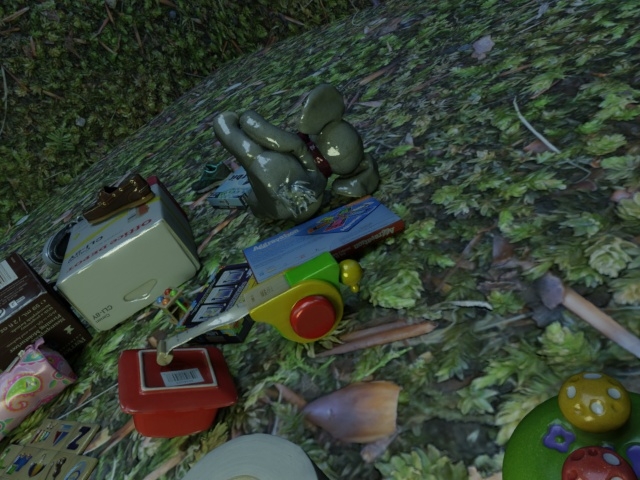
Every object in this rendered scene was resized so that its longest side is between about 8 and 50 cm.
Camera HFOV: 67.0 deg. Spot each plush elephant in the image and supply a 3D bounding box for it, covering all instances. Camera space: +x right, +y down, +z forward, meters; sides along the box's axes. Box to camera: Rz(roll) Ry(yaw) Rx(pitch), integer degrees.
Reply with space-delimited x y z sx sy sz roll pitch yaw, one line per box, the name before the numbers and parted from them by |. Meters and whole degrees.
plush elephant | -0.028 -0.176 1.016 0.255 0.272 0.330 -34 32 -17

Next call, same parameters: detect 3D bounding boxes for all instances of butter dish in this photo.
butter dish | -0.219 0.239 0.723 0.160 0.118 0.160 4 17 -24

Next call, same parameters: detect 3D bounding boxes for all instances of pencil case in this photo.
pencil case | -0.629 0.325 0.947 0.284 0.124 0.124 -44 32 -19

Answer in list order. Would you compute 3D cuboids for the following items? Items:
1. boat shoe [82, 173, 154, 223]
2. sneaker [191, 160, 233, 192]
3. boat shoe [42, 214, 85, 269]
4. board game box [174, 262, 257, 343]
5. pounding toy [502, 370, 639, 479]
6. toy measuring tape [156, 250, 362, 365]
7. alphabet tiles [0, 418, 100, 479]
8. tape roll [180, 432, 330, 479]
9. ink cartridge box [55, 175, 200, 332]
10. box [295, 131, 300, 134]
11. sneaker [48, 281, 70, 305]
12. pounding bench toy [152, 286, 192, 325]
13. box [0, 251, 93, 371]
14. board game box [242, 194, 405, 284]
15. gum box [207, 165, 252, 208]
boat shoe | -0.516 -0.108 1.210 0.207 0.073 0.073 -22 31 15
sneaker | -0.345 -0.202 1.508 0.166 0.076 0.065 -15 33 26
boat shoe | -0.788 -0.025 1.609 0.105 0.113 0.306 -29 18 33
board game box | -0.175 0.116 0.920 0.141 0.048 0.170 -7 37 31
pounding toy | 0.258 0.167 0.399 0.237 0.110 0.183 -29 31 4
toy measuring tape | -0.078 0.128 0.741 0.330 0.121 0.121 -28 30 -5
alphabet tiles | -0.510 0.446 0.772 0.285 0.011 0.342 -10 36 31
tape roll | -0.081 0.322 0.511 0.219 0.072 0.219 -22 32 14
ink cartridge box | -0.482 0.012 1.232 0.279 0.160 0.385 -33 30 -6
box | -0.062 -0.201 1.234 0.201 0.021 0.164 -41 46 4
sneaker | -0.755 0.189 1.290 0.130 0.087 0.227 -27 25 20
pounding bench toy | -0.286 0.133 0.976 0.083 0.065 0.052 3 44 44
box | -0.648 0.172 1.049 0.167 0.203 0.168 34 63 31
board game box | 0.000 0.000 0.905 0.281 0.027 0.145 -24 31 -9
gum box | -0.209 -0.162 1.363 0.157 0.041 0.184 5 47 45
